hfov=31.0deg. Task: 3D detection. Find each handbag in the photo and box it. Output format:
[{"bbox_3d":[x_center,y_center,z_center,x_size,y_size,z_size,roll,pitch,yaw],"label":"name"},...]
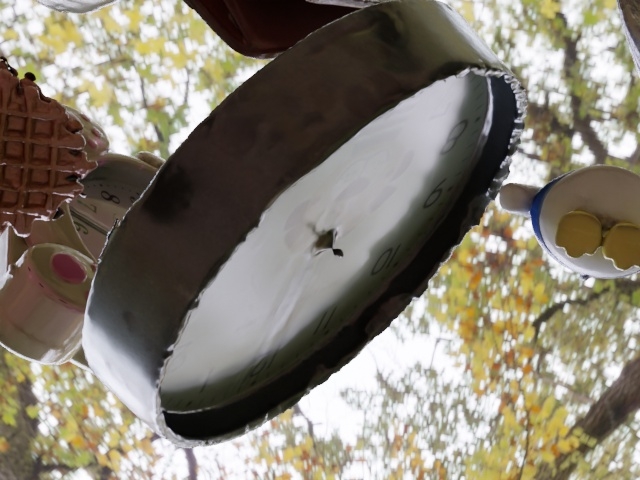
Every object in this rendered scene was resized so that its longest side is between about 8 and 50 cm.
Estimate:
[{"bbox_3d":[-0.064,-0.279,1.081,0.275,0.084,0.260,43,-152,17],"label":"handbag"}]

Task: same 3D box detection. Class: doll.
[{"bbox_3d":[0.137,-0.012,0.574,0.098,0.143,0.058,15,-80,6],"label":"doll"}]

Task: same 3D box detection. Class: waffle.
[{"bbox_3d":[-0.144,-0.039,0.512,0.075,0.083,0.029,-40,-156,13],"label":"waffle"}]

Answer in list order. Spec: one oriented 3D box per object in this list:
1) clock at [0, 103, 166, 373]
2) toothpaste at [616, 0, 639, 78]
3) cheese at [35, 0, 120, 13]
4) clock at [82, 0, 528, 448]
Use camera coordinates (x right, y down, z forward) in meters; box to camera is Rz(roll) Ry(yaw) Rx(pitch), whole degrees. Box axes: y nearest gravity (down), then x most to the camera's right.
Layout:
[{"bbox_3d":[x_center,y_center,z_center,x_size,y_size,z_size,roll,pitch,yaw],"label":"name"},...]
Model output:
[{"bbox_3d":[-0.180,0.025,1.148,0.309,0.114,0.284,25,-147,-33],"label":"clock"},{"bbox_3d":[0.342,-0.212,1.140,0.068,0.099,0.282,-31,-136,35],"label":"toothpaste"},{"bbox_3d":[-0.142,-0.240,0.670,0.091,0.202,0.175,3,-145,39],"label":"cheese"},{"bbox_3d":[-0.001,-0.002,0.693,0.312,0.312,0.061,-39,-113,-17],"label":"clock"}]
